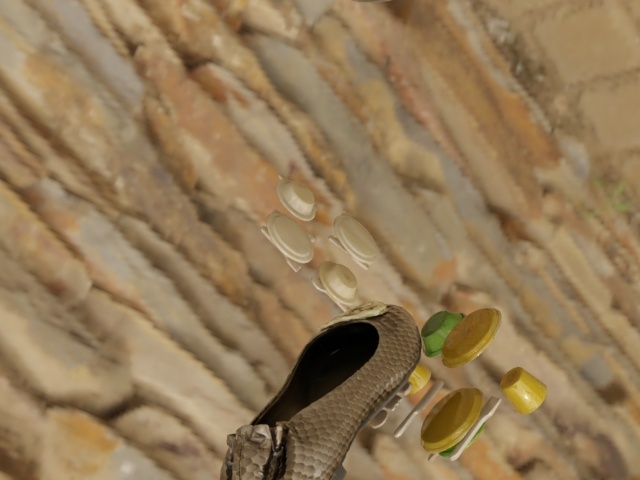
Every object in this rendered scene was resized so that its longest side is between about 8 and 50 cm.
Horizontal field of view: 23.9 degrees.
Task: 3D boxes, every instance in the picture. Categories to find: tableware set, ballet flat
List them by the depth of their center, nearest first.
[{"bbox_3d":[-0.002,0.088,0.883,0.084,0.250,0.058,-27,102,28],"label":"ballet flat"},{"bbox_3d":[0.085,0.086,0.919,0.024,0.104,0.154,44,168,-19],"label":"tableware set"},{"bbox_3d":[0.000,0.000,1.604,0.141,0.169,0.020,41,120,-14],"label":"tableware set"}]

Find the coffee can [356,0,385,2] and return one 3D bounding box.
[{"bbox_3d":[0.082,-0.340,1.299,0.201,0.202,0.275,29,164,-14],"label":"coffee can"}]
